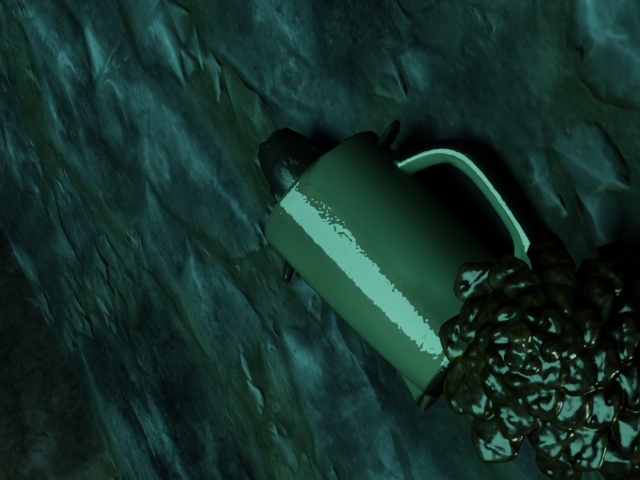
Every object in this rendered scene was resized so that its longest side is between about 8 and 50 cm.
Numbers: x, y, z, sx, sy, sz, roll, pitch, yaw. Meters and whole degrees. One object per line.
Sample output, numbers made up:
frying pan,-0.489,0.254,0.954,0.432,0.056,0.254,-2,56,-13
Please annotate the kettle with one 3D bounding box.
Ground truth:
kettle,0.099,0.010,1.047,0.255,0.165,0.240,47,113,18

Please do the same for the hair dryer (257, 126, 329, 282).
hair dryer,0.000,0.000,1.295,0.235,0.091,0.272,48,156,12

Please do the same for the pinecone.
pinecone,0.226,0.100,0.867,0.229,0.201,0.202,34,130,38
